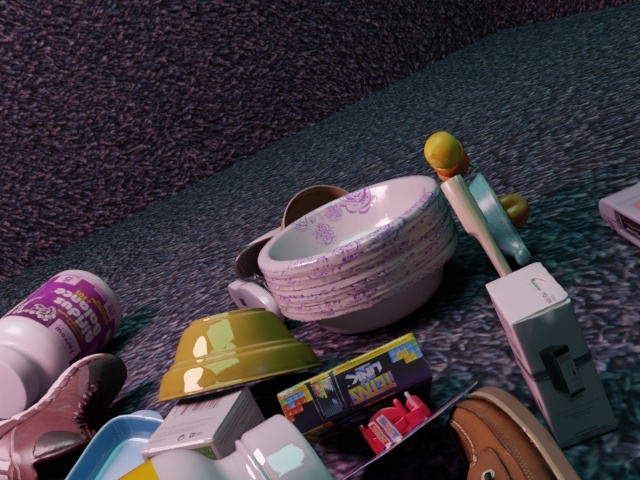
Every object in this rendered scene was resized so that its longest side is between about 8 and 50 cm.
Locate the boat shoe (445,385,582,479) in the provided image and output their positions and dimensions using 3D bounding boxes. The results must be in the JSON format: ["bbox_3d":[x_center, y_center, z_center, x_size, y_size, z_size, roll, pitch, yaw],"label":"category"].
[{"bbox_3d":[0.138,0.197,0.530,0.104,0.110,0.307,-32,12,-4],"label":"boat shoe"}]

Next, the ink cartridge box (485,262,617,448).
[{"bbox_3d":[0.208,0.102,0.684,0.056,0.135,0.099,-24,16,6],"label":"ink cartridge box"}]

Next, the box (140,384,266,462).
[{"bbox_3d":[-0.122,0.231,0.837,0.101,0.087,0.102,-17,19,25],"label":"box"}]

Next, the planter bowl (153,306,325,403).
[{"bbox_3d":[-0.109,0.138,0.946,0.217,0.090,0.217,-13,-9,-2],"label":"planter bowl"}]

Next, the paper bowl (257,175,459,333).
[{"bbox_3d":[0.064,0.029,1.095,0.284,0.148,0.284,-23,17,7],"label":"paper bowl"}]

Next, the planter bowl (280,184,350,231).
[{"bbox_3d":[0.000,0.000,1.305,0.162,0.162,0.109,-34,-9,-28],"label":"planter bowl"}]

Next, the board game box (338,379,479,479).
[{"bbox_3d":[0.073,0.168,0.708,0.133,0.033,0.168,-27,-15,-35],"label":"board game box"}]

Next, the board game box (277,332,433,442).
[{"bbox_3d":[0.041,0.156,0.765,0.141,0.048,0.170,-24,-18,0],"label":"board game box"}]

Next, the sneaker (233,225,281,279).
[{"bbox_3d":[-0.060,0.004,1.461,0.270,0.090,0.145,-27,15,-19],"label":"sneaker"}]

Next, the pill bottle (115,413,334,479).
[{"bbox_3d":[-0.134,0.275,0.543,0.334,0.188,0.188,-29,17,-17],"label":"pill bottle"}]

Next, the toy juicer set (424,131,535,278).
[{"bbox_3d":[0.227,-0.061,1.036,0.089,0.209,0.329,-30,14,12],"label":"toy juicer set"}]

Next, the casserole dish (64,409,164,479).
[{"bbox_3d":[-0.234,0.280,0.858,0.114,0.037,0.188,1,41,26],"label":"casserole dish"}]

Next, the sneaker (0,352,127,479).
[{"bbox_3d":[-0.330,0.264,1.062,0.162,0.106,0.281,5,27,27],"label":"sneaker"}]

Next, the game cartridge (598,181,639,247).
[{"bbox_3d":[0.478,-0.037,0.884,0.196,0.060,0.294,-20,17,2],"label":"game cartridge"}]

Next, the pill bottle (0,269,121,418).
[{"bbox_3d":[-0.506,0.187,1.377,0.169,0.169,0.301,-18,18,21],"label":"pill bottle"}]

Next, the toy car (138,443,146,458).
[{"bbox_3d":[-0.232,0.288,0.901,0.060,0.040,0.122,-9,22,42],"label":"toy car"}]

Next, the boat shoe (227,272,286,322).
[{"bbox_3d":[-0.090,0.092,1.260,0.076,0.080,0.228,-31,10,-17],"label":"boat shoe"}]
